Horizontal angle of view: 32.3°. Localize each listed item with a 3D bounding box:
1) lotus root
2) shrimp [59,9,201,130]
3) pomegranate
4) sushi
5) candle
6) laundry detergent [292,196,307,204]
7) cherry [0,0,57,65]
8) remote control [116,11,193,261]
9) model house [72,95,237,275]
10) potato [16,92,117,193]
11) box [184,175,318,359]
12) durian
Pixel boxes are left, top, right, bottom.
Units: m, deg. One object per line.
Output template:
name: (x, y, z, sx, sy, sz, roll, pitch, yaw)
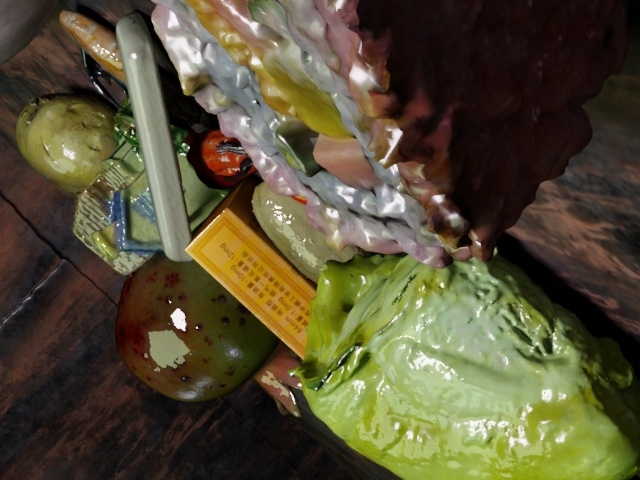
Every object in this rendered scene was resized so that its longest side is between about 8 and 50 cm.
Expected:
lotus root: (-0.001, 0.001, 1.207, 0.183, 0.077, 0.090, 46, 167, -12)
shrimp: (-0.224, -0.188, 1.306, 0.219, 0.046, 0.152, 38, 167, 11)
pomegranate: (-0.140, 0.111, 1.652, 0.323, 0.291, 0.291, 15, 169, -6)
sushi: (0.016, -0.128, 0.542, 0.236, 0.171, 0.270, 27, 158, 49)
candle: (-0.098, -0.093, 1.231, 0.084, 0.059, 0.301, 32, 172, -16)
laundry detergent: (0.003, -0.070, 1.031, 0.097, 0.049, 0.165, 36, 167, -8)
cherry: (-0.346, -0.257, 0.902, 0.334, 0.292, 0.326, -13, 171, 24)
remote control: (-0.181, -0.105, 1.222, 0.090, 0.038, 0.310, -115, 15, -48)
model house: (-0.239, -0.063, 1.454, 0.195, 0.189, 0.214, 43, 168, -18)
potato: (-0.367, -0.152, 1.645, 0.169, 0.143, 0.248, 42, 176, -22)
box: (-0.023, 0.056, 1.307, 0.274, 0.076, 0.174, 43, -164, -8)
durian: (0.125, 0.119, 0.971, 0.339, 0.204, 0.256, 38, 155, 11)
